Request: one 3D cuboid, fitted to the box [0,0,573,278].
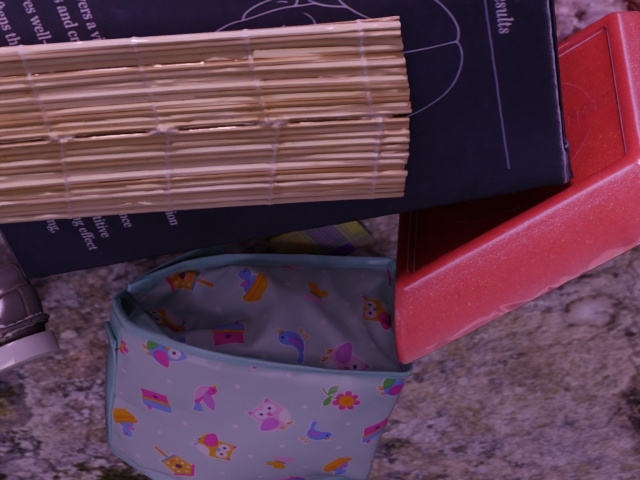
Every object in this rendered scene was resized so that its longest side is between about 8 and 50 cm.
[{"bbox_3d":[-0.053,-0.172,0.930,0.395,0.212,0.293,-9,138,6],"label":"box"}]

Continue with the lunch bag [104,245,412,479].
[{"bbox_3d":[-0.069,0.121,1.290,0.262,0.160,0.223,3,141,-10],"label":"lunch bag"}]

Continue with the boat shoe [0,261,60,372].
[{"bbox_3d":[-0.382,0.104,1.299,0.305,0.091,0.109,-19,179,22],"label":"boat shoe"}]

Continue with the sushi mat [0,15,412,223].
[{"bbox_3d":[-0.102,-0.069,0.867,0.316,0.019,0.151,-4,137,-1],"label":"sushi mat"}]

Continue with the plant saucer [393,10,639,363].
[{"bbox_3d":[0.154,-0.057,1.053,0.258,0.259,0.048,-30,118,26],"label":"plant saucer"}]

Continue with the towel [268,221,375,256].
[{"bbox_3d":[0.000,0.000,1.278,0.083,0.009,0.060,-27,133,22],"label":"towel"}]
